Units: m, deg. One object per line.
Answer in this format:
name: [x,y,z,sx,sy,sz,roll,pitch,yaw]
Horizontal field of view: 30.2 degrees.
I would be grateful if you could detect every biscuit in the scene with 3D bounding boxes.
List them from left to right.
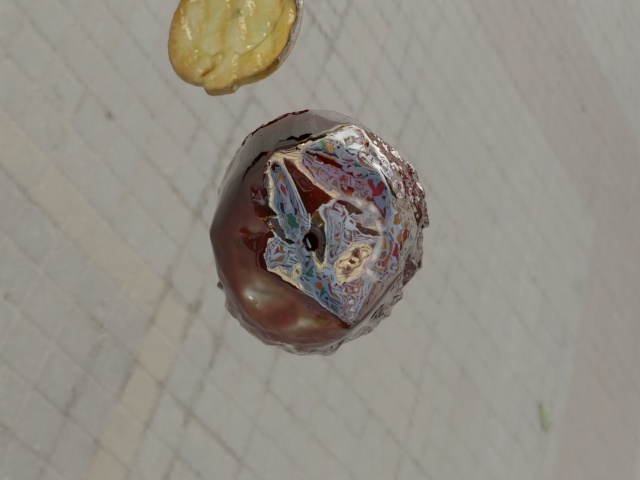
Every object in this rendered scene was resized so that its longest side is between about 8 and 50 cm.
biscuit: [-0.102,-0.303,1.538,0.041,0.203,0.260,38,57,-50]

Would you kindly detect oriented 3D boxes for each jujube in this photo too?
jujube: [0.000,0.000,1.295,0.377,0.258,0.258,45,41,-76]
